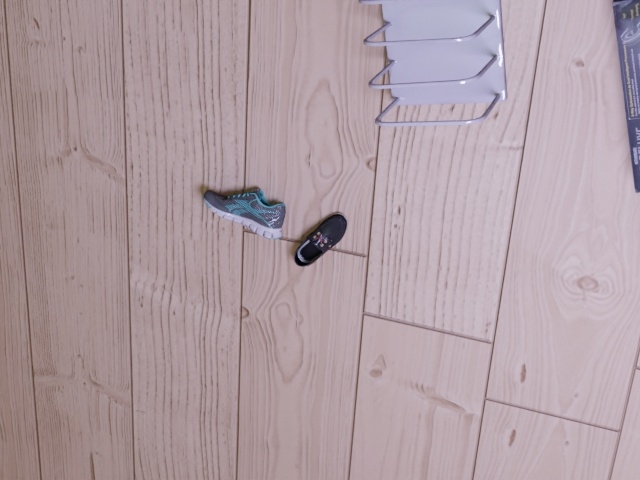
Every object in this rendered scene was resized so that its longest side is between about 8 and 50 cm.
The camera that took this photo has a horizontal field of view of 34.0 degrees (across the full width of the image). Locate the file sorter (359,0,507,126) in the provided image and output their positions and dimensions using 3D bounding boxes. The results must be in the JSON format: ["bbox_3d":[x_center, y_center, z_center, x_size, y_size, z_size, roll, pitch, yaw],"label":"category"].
[{"bbox_3d":[0.170,-0.326,1.623,0.192,0.173,0.278,1,114,22],"label":"file sorter"}]

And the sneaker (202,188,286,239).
[{"bbox_3d":[-0.136,-0.066,1.940,0.166,0.065,0.076,24,104,6],"label":"sneaker"}]

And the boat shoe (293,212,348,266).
[{"bbox_3d":[0.001,0.001,1.920,0.049,0.042,0.133,45,120,-1],"label":"boat shoe"}]

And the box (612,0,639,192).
[{"bbox_3d":[0.579,-0.232,1.561,0.242,0.076,0.308,-5,111,24],"label":"box"}]
